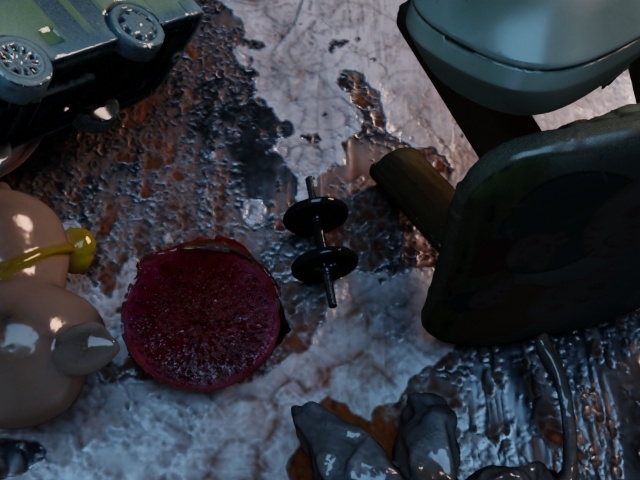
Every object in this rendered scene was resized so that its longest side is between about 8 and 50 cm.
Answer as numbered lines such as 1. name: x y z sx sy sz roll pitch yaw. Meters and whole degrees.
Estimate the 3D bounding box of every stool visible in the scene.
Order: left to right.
1. stool: 0.225 -0.075 0.810 0.310 0.310 0.226 -10 58 -11

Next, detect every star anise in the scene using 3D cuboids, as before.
1. star anise: 0.079 0.228 0.722 0.316 0.139 0.359 8 62 -10

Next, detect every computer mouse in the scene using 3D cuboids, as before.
1. computer mouse: 0.189 -0.202 0.666 0.159 0.097 0.288 36 59 28

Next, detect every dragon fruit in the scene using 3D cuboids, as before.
1. dragon fruit: -0.106 0.055 0.820 0.153 0.153 0.111 1 22 -7

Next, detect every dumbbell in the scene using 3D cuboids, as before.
1. dumbbell: 0.000 0.000 0.871 0.069 0.069 0.147 -6 63 -10

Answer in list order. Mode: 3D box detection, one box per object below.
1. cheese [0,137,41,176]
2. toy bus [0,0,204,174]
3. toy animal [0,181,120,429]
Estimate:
1. cheese: -0.367 -0.153 0.905 0.189 0.074 0.286 16 57 0
2. toy bus: -0.281 -0.195 0.823 0.190 0.152 0.312 48 42 4
3. toy animal: -0.279 0.050 0.775 0.165 0.149 0.248 -28 57 -4
